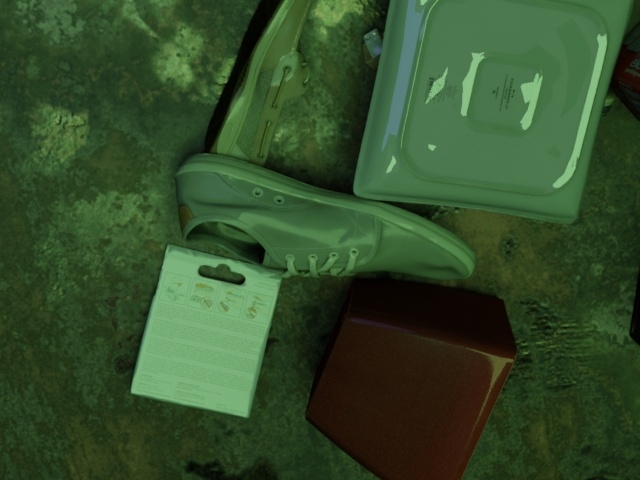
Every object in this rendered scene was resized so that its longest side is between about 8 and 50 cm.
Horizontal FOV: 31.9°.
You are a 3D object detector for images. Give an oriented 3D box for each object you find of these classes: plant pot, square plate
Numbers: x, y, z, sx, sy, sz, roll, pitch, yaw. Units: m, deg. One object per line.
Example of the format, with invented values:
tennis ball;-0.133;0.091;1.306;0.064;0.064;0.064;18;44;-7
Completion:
plant pot;0.120;0.199;1.656;0.235;0.267;0.267;21;104;0
square plate;0.242;-0.200;1.524;0.343;0.049;0.347;6;107;-15

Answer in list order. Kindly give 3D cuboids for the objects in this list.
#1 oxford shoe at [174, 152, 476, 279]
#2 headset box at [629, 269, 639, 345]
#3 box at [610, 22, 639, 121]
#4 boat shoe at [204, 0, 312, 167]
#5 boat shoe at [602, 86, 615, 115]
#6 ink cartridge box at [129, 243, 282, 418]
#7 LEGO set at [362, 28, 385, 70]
oxford shoe;0.000;0.000;1.603;0.449;0.169;0.130;15;69;-6
headset box;0.573;0.099;1.648;0.110;0.293;0.218;2;107;-7
box;0.500;-0.224;1.554;0.128;0.257;0.122;-44;106;7
boat shoe;-0.064;-0.237;1.564;0.098;0.109;0.302;19;110;-18
boat shoe;0.284;-0.186;1.629;0.285;0.103;0.092;-5;121;-9
ink cartridge box;-0.173;0.140;1.708;0.189;0.066;0.232;14;84;-11
LEGO set;0.183;-0.347;1.580;0.132;0.107;0.287;36;108;19
